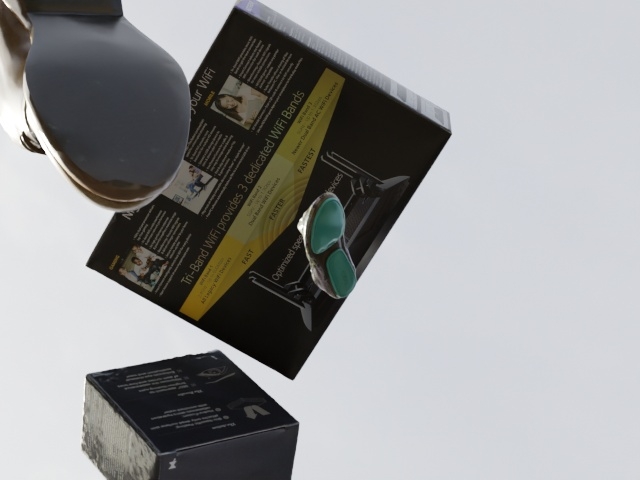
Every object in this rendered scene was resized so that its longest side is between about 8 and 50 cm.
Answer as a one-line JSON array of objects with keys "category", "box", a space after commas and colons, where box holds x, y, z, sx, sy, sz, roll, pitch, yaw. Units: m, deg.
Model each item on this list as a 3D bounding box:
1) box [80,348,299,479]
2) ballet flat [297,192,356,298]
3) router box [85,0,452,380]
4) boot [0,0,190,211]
[{"category": "box", "box": [-0.130, 0.191, 1.560, 0.156, 0.158, 0.093, -8, -61, -33]}, {"category": "ballet flat", "box": [0.000, 0.000, 1.267, 0.041, 0.041, 0.114, -1, -42, 12]}, {"category": "router box", "box": [-0.052, -0.050, 1.585, 0.243, 0.081, 0.309, 30, -72, -8]}, {"category": "boot", "box": [-0.170, -0.094, 1.124, 0.112, 0.305, 0.115, 3, -56, -26]}]
